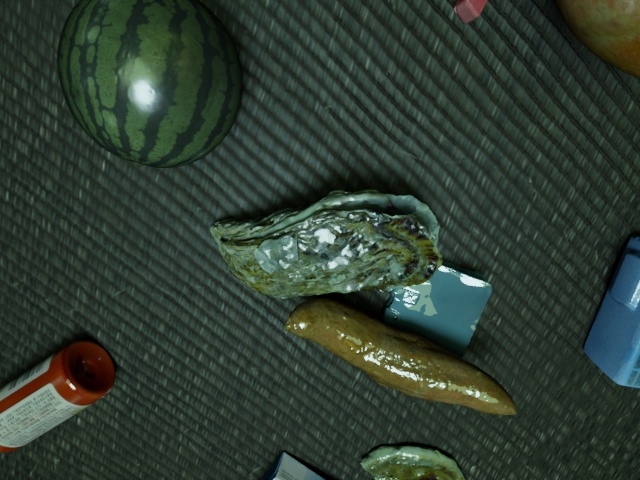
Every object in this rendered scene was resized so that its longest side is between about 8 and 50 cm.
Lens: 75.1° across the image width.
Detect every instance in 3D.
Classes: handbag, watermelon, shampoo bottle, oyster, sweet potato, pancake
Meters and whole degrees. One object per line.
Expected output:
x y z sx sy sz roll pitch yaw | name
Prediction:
0.171 0.137 0.686 0.144 0.057 0.220 18 107 2 | handbag
-0.201 -0.193 0.508 0.213 0.212 0.211 0 106 0 | watermelon
-0.486 0.276 0.693 0.278 0.104 0.104 -32 104 8 | shampoo bottle
-0.005 0.003 0.601 0.352 0.158 0.162 1 109 12 | oyster
0.112 0.176 0.622 0.342 0.114 0.092 23 82 2 | sweet potato
0.164 0.495 0.794 0.254 0.037 0.253 1 105 3 | pancake

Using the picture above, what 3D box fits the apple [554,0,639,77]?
0.415 -0.327 0.419 0.339 0.305 0.337 -9 72 31 | apple

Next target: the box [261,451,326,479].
-0.031 0.508 0.762 0.194 0.073 0.139 34 105 1 | box

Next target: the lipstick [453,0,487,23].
0.260 -0.432 0.517 0.051 0.051 0.311 25 105 -13 | lipstick

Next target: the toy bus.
0.520 0.107 0.642 0.134 0.116 0.233 10 108 0 | toy bus
